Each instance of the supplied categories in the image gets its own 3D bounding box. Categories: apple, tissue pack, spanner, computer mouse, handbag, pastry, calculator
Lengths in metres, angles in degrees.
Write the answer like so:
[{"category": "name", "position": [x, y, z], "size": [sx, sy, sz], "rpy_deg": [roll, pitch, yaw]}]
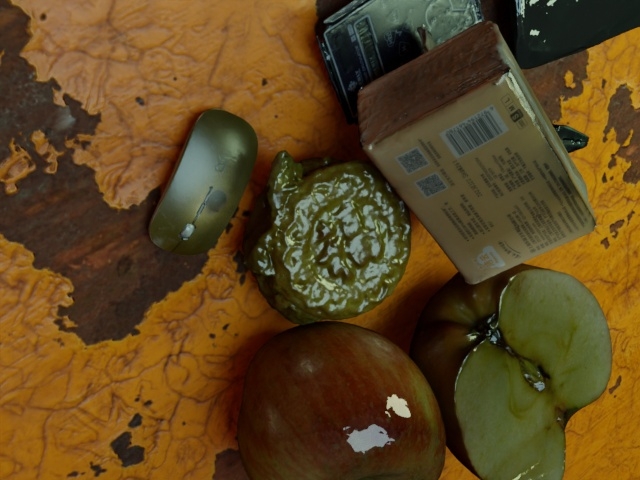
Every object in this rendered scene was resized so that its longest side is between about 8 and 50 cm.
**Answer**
[{"category": "apple", "position": [0.021, 0.249, 1.319], "size": [0.302, 0.301, 0.301], "rpy_deg": [-12, 114, -29]}, {"category": "tissue pack", "position": [0.212, -0.134, 1.283], "size": [0.238, 0.238, 0.305], "rpy_deg": [-48, 126, -8]}, {"category": "spanner", "position": [0.302, -0.160, 1.461], "size": [0.325, 0.040, 0.095], "rpy_deg": [-2, 108, -30]}, {"category": "computer mouse", "position": [-0.151, -0.072, 1.203], "size": [0.102, 0.045, 0.199], "rpy_deg": [24, 94, -34]}, {"category": "apple", "position": [0.303, 0.203, 1.448], "size": [0.295, 0.328, 0.365], "rpy_deg": [-30, 128, 22]}, {"category": "handbag", "position": [0.410, -0.391, 1.420], "size": [0.332, 0.075, 0.191], "rpy_deg": [-24, 119, -25]}, {"category": "pastry", "position": [0.000, 0.000, 1.287], "size": [0.235, 0.132, 0.240], "rpy_deg": [7, 97, -26]}, {"category": "calculator", "position": [0.117, -0.293, 1.283], "size": [0.274, 0.028, 0.165], "rpy_deg": [-37, 131, -18]}]
